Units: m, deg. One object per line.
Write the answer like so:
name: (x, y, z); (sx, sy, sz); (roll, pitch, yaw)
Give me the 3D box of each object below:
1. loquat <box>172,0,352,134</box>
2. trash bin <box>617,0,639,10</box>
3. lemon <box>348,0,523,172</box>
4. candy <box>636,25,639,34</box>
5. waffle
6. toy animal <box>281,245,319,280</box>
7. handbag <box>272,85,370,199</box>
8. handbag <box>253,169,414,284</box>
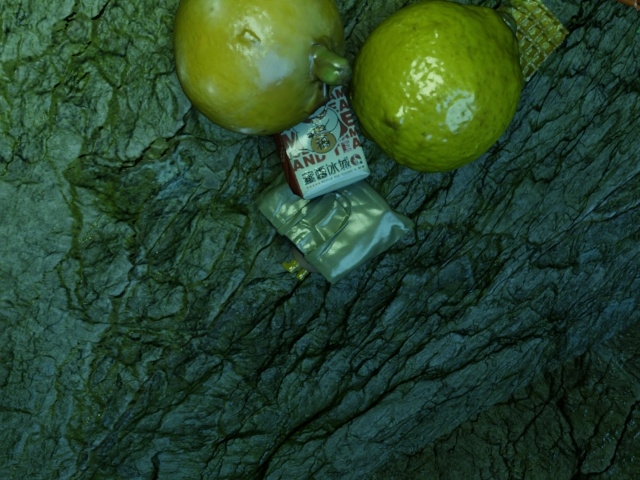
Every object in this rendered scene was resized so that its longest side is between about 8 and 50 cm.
loquat: (-0.092, -0.339, 1.173); (0.328, 0.360, 0.328); (-32, 136, -37)
trash bin: (0.663, -0.603, 1.450); (0.161, 0.238, 0.184); (-20, 138, -14)
lemon: (0.246, -0.326, 1.379); (0.387, 0.349, 0.350); (-34, 139, 20)
candy: (0.906, -0.673, 1.666); (0.092, 0.093, 0.335); (27, 132, 3)
waffle: (0.483, -0.494, 1.579); (0.211, 0.055, 0.160); (21, 115, -42)
toy animal: (0.004, 0.002, 1.686); (0.229, 0.156, 0.156); (-50, 135, 7)
handbag: (-0.025, -0.249, 1.402); (0.171, 0.151, 0.298); (-21, 104, -7)
handbag: (0.026, -0.068, 1.565); (0.253, 0.109, 0.316); (-43, 94, 6)
